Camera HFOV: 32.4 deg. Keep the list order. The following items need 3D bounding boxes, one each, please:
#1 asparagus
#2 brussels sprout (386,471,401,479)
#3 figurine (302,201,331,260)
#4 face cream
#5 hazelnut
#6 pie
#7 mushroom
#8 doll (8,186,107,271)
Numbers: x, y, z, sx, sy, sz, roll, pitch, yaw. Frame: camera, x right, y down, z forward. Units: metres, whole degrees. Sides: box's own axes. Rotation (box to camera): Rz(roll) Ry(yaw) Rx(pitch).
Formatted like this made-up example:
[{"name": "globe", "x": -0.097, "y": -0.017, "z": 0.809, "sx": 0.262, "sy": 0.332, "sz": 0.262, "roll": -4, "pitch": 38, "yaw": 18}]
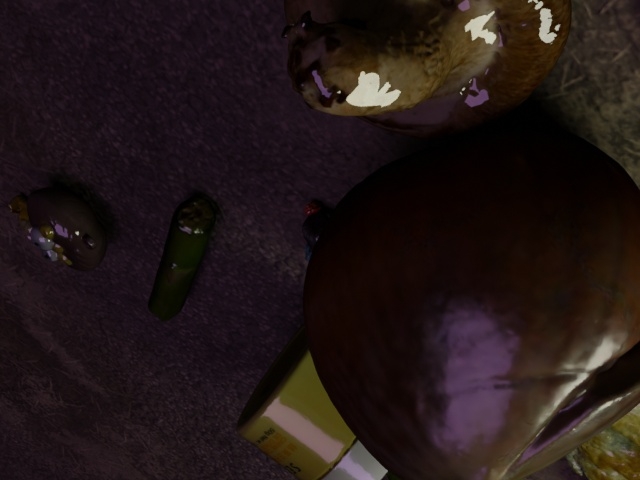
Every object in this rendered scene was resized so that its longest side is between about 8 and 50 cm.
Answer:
[{"name": "asparagus", "x": -0.199, "y": 0.031, "z": 1.570, "sx": 0.060, "sy": 0.067, "sz": 0.278, "roll": 8, "pitch": 150, "yaw": -13}, {"name": "brussels sprout", "x": 0.165, "y": 0.310, "z": 1.571, "sx": 0.161, "sy": 0.144, "sz": 0.181, "roll": 7, "pitch": 138, "yaw": -25}, {"name": "figurine", "x": 0.000, "y": 0.000, "z": 1.409, "sx": 0.106, "sy": 0.047, "sz": 0.060, "roll": 90, "pitch": 157, "yaw": -55}, {"name": "face cream", "x": 0.017, "y": 0.224, "z": 1.505, "sx": 0.179, "sy": 0.218, "sz": 0.218, "roll": 36, "pitch": 144, "yaw": -5}, {"name": "hazelnut", "x": 0.174, "y": 0.078, "z": 1.135, "sx": 0.359, "sy": 0.359, "sz": 0.409, "roll": 40, "pitch": 148, "yaw": -12}, {"name": "pie", "x": 0.429, "y": 0.282, "z": 1.397, "sx": 0.337, "sy": 0.075, "sz": 0.337, "roll": 19, "pitch": 141, "yaw": 16}, {"name": "mushroom", "x": 0.081, "y": -0.185, "z": 1.018, "sx": 0.267, "sy": 0.254, "sz": 0.267, "roll": 33, "pitch": 171, "yaw": 6}, {"name": "doll", "x": -0.391, "y": -0.012, "z": 1.638, "sx": 0.188, "sy": 0.096, "sz": 0.145, "roll": -10, "pitch": 120, "yaw": 55}]
